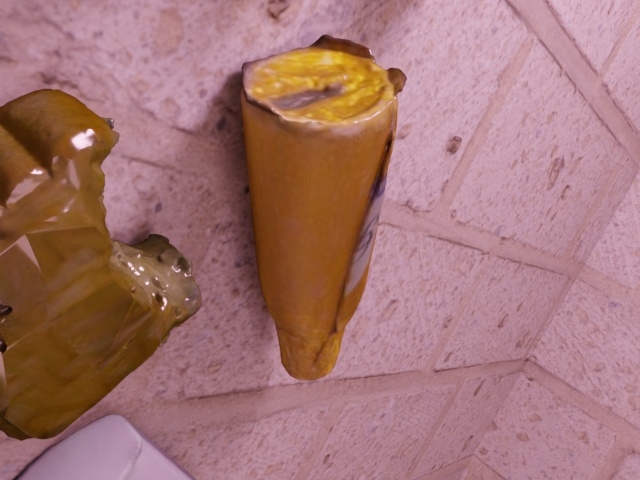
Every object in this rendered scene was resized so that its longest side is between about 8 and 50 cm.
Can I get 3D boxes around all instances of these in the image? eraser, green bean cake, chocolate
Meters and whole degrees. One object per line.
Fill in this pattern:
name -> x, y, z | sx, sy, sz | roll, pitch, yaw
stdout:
eraser -> -0.244, 0.341, 0.777 | 0.189, 0.104, 0.290 | -47, 147, -20
green bean cake -> -0.221, 0.030, 0.521 | 0.233, 0.124, 0.236 | -44, 144, -19
chocolate -> 0.000, 0.000, 0.763 | 0.162, 0.162, 0.445 | -33, 142, -32
